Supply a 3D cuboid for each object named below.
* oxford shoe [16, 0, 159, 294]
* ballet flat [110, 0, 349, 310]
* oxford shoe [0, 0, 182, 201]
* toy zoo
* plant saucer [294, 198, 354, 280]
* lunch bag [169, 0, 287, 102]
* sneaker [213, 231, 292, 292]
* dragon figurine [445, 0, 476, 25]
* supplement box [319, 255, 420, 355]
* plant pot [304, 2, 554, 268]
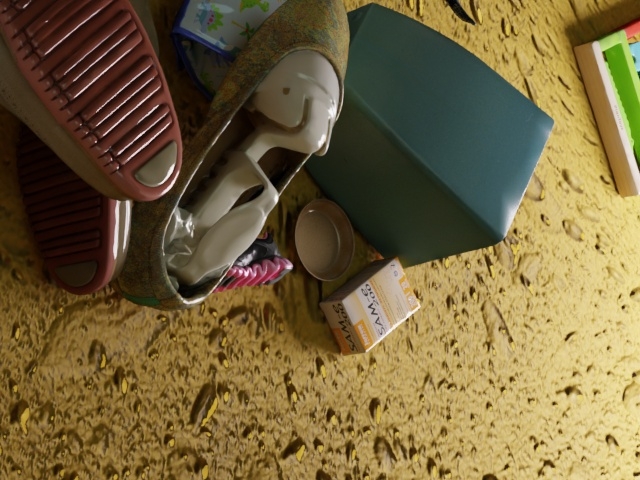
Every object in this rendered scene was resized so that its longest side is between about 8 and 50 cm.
[{"bbox_3d":[-0.188,-0.124,1.771,0.130,0.123,0.348,5,81,-50],"label":"oxford shoe"},{"bbox_3d":[-0.060,-0.077,1.812,0.123,0.123,0.348,44,77,-30],"label":"ballet flat"},{"bbox_3d":[-0.267,-0.184,1.645,0.397,0.146,0.140,54,39,-5],"label":"oxford shoe"},{"bbox_3d":[0.430,-0.187,2.438,0.293,0.030,0.192,-28,102,-43],"label":"toy zoo"},{"bbox_3d":[0.000,0.000,2.002,0.083,0.015,0.083,8,78,-43],"label":"plant saucer"},{"bbox_3d":[-0.076,-0.204,1.907,0.151,0.096,0.128,45,55,-41],"label":"lunch bag"},{"bbox_3d":[-0.083,0.016,1.907,0.119,0.047,0.057,-4,67,-46],"label":"sneaker"},{"bbox_3d":[0.075,-0.356,2.084,0.144,0.085,0.289,-10,90,-44],"label":"dragon figurine"},{"bbox_3d":[0.051,0.066,2.025,0.098,0.036,0.062,-38,109,-40],"label":"supplement box"},{"bbox_3d":[0.080,-0.117,2.003,0.234,0.165,0.165,43,56,-24],"label":"plant pot"}]
